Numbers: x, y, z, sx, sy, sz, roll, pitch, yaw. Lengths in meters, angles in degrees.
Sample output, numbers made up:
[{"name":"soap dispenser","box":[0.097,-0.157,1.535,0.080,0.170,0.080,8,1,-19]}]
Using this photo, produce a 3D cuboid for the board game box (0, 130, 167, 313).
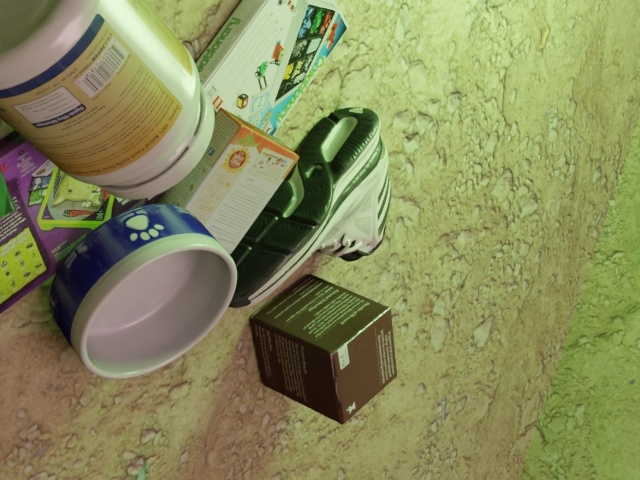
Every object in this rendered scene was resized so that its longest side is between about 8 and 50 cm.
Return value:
[{"name":"board game box","box":[-0.376,-0.069,1.548,0.347,0.056,0.208,-40,139,-33]}]

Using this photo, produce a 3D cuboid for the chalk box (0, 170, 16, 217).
[{"name":"chalk box","box":[-0.503,-0.131,1.229,0.179,0.180,0.289,-34,118,-37]}]

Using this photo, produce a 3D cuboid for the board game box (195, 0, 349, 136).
[{"name":"board game box","box":[-0.084,-0.301,1.790,0.305,0.053,0.193,-56,142,-16]}]

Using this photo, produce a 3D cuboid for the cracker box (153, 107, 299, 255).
[{"name":"cracker box","box":[-0.160,-0.078,1.744,0.232,0.067,0.156,-54,144,8]}]

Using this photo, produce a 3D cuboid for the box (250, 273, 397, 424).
[{"name":"box","box":[0.007,0.195,2.017,0.167,0.203,0.168,-36,132,-37]}]

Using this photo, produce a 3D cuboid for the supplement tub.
[{"name":"supplement tub","box":[-0.290,-0.209,1.369,0.228,0.228,0.316,-59,144,-13]}]

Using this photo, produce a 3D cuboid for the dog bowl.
[{"name":"dog bowl","box":[-0.261,0.077,1.634,0.265,0.104,0.265,-30,148,-21]}]

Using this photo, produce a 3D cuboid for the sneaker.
[{"name":"sneaker","box":[0.001,0.000,1.944,0.447,0.169,0.257,-51,138,-26]}]
